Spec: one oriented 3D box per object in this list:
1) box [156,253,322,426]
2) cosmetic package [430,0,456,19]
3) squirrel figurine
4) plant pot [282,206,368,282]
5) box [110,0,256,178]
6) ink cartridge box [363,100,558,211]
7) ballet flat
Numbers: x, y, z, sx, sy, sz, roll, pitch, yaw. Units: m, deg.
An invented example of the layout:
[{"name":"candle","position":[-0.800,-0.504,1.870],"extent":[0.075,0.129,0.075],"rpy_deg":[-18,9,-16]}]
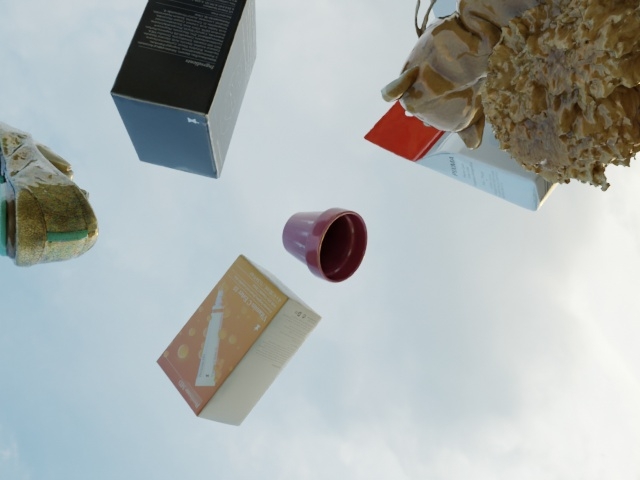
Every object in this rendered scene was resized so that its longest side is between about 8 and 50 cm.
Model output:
[{"name":"box","position":[-0.201,0.247,1.409],"extent":[0.345,0.215,0.168],"rpy_deg":[-53,-38,-1]},{"name":"cosmetic package","position":[0.415,-0.516,1.223],"extent":[0.097,0.377,0.284],"rpy_deg":[-53,-39,-14]},{"name":"squirrel figurine","position":[0.248,-0.252,0.696],"extent":[0.280,0.370,0.397],"rpy_deg":[21,-138,-33]},{"name":"plant pot","position":[0.000,0.000,1.560],"extent":[0.201,0.180,0.202],"rpy_deg":[-17,-66,-43]},{"name":"box","position":[-0.299,-0.398,1.341],"extent":[0.211,0.293,0.396],"rpy_deg":[12,-112,-1]},{"name":"ink cartridge box","position":[0.302,-0.252,1.031],"extent":[0.308,0.384,0.091],"rpy_deg":[-48,-36,-15]},{"name":"ballet flat","position":[-0.363,-0.067,0.721],"extent":[0.123,0.348,0.123],"rpy_deg":[-17,-57,-28]}]
